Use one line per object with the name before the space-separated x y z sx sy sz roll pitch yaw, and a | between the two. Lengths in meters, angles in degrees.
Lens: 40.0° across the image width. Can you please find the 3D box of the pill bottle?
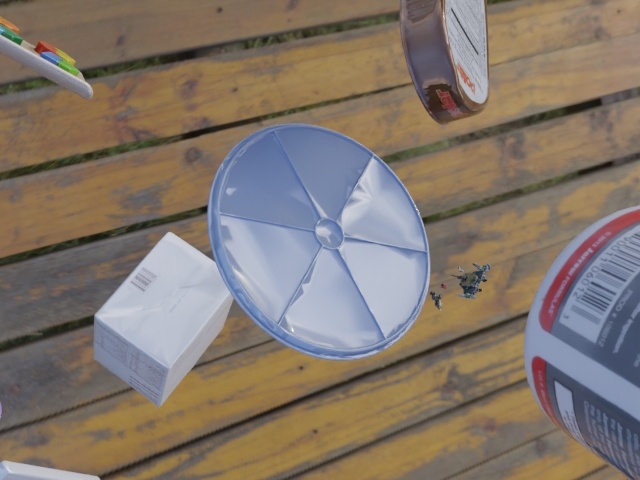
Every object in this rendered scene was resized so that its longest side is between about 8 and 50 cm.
pill bottle | 0.321 0.117 0.583 0.210 0.363 0.210 -8 110 -22

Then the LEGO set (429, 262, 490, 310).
LEGO set | 0.174 0.057 1.069 0.023 0.083 0.054 44 36 -37

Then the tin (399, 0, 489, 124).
tin | 0.097 -0.178 0.676 0.106 0.040 0.189 38 47 -47

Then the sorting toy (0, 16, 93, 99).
sorting toy | -0.419 -0.274 1.255 0.193 0.208 0.038 28 95 -27

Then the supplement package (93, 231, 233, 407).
supplement package | -0.261 0.134 1.464 0.149 0.203 0.194 35 59 5

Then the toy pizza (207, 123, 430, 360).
toy pizza | 0.000 0.000 0.703 0.201 0.032 0.201 13 62 -26

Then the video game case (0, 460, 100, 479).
video game case | -0.476 0.425 1.347 0.206 0.026 0.227 -44 150 4
